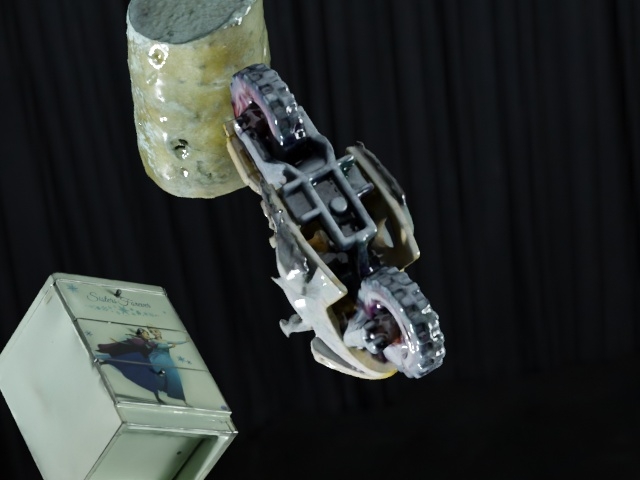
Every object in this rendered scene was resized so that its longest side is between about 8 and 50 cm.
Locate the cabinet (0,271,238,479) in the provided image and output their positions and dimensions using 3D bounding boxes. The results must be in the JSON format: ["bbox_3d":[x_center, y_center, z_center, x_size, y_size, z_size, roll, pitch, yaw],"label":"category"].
[{"bbox_3d":[-0.210,0.159,1.966,0.145,0.150,0.206,10,-145,-42],"label":"cabinet"}]

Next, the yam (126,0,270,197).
[{"bbox_3d":[-0.090,-0.125,1.441,0.107,0.194,0.107,0,-125,0],"label":"yam"}]

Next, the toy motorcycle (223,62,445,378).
[{"bbox_3d":[0.001,0.000,1.228,0.094,0.130,0.229,-28,-107,-17],"label":"toy motorcycle"}]
